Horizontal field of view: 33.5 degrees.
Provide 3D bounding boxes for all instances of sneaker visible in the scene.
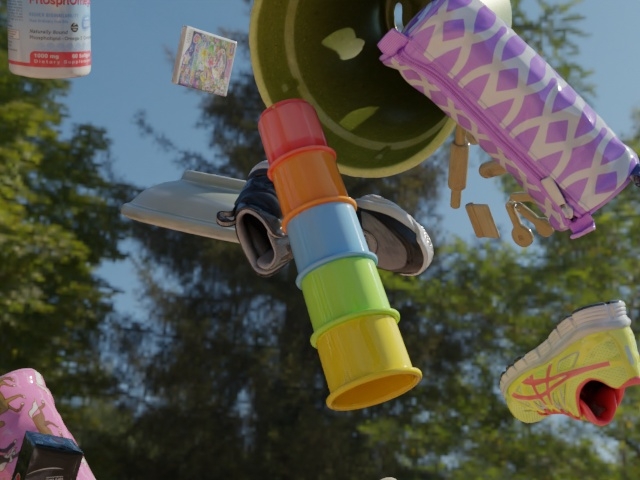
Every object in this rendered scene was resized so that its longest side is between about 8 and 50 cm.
[{"bbox_3d":[0.240,0.142,1.019,0.081,0.094,0.208,-12,-26,-21],"label":"sneaker"},{"bbox_3d":[0.000,0.000,1.344,0.268,0.153,0.101,25,-51,14],"label":"sneaker"}]

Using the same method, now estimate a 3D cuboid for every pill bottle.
[{"bbox_3d":[-0.288,-0.256,1.128,0.087,0.160,0.087,2,15,-1],"label":"pill bottle"}]

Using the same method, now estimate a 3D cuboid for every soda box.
[{"bbox_3d":[-0.297,0.287,1.093,0.053,0.169,0.060,16,-1,-26],"label":"soda box"}]

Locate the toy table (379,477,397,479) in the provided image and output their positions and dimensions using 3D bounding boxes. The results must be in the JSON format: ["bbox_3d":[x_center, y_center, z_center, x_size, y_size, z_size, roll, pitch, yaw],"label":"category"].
[{"bbox_3d":[0.068,0.372,1.102,0.161,0.274,0.252,-11,-26,-31],"label":"toy table"}]

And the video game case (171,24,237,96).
[{"bbox_3d":[-0.175,-0.270,1.608,0.011,0.087,0.122,16,6,32],"label":"video game case"}]

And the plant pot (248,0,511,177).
[{"bbox_3d":[0.098,-0.244,1.261,0.276,0.276,0.254,-13,13,36],"label":"plant pot"}]

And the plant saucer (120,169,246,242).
[{"bbox_3d":[-0.140,-0.056,1.848,0.400,0.100,0.400,11,3,-1],"label":"plant saucer"}]

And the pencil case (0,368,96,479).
[{"bbox_3d":[-0.337,0.346,1.347,0.167,0.386,0.160,-45,-17,30],"label":"pencil case"}]

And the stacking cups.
[{"bbox_3d":[0.003,0.008,1.058,0.096,0.316,0.096,-16,-25,-8],"label":"stacking cups"}]

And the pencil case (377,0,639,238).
[{"bbox_3d":[0.137,-0.093,0.778,0.206,0.088,0.086,43,-35,-2],"label":"pencil case"}]

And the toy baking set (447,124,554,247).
[{"bbox_3d":[0.273,-0.100,1.593,0.197,0.030,0.256,25,-44,35],"label":"toy baking set"}]
